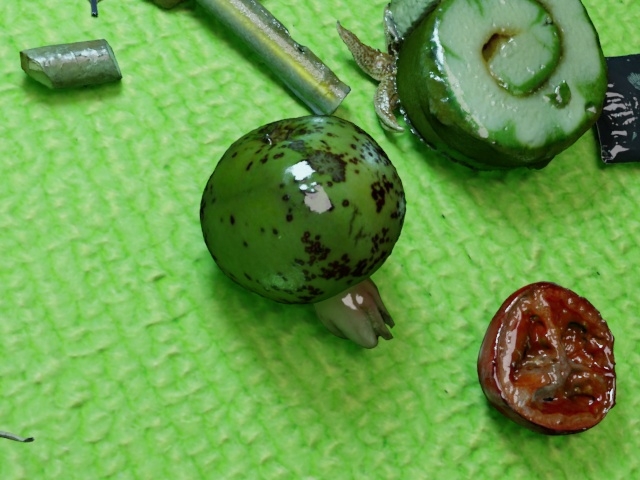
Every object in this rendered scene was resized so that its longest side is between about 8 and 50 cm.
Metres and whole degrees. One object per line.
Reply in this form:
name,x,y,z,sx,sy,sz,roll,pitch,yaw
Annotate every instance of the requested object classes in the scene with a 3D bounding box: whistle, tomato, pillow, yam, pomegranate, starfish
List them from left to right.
yam,-0.355,-0.250,1.666,0.147,0.069,0.069,-13,72,-23
whistle,-0.089,-0.316,1.764,0.326,0.057,0.068,42,78,-5
pomegranate,0.000,0.000,1.591,0.285,0.285,0.340,-38,116,-28
starfish,0.142,-0.268,1.844,0.277,0.062,0.235,36,59,-3
tomato,0.319,0.182,1.687,0.228,0.101,0.227,7,72,-22
pillow,0.513,-0.221,1.950,0.141,0.055,0.208,-4,68,-13

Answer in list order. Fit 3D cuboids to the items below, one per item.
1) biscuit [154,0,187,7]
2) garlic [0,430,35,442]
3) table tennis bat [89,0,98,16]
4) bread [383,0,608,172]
biscuit,-0.154,-0.459,1.835,0.183,0.047,0.320,47,63,5
garlic,-0.478,0.264,1.346,0.257,0.207,0.207,18,63,-9
table tennis bat,-0.344,-0.376,1.757,0.050,0.007,0.083,0,65,-19
bread,0.265,-0.294,1.810,0.382,0.129,0.366,40,60,-3
